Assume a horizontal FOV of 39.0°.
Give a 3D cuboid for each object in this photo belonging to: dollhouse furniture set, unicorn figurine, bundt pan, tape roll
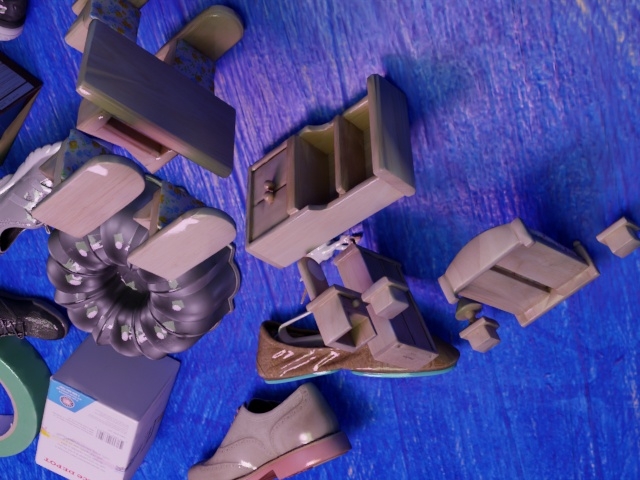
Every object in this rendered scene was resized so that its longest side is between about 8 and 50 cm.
[{"bbox_3d":[-0.107,-0.152,1.135,0.256,0.362,0.394,-31,134,34],"label":"dollhouse furniture set"},{"bbox_3d":[0.000,0.000,1.366,0.111,0.060,0.161,-18,97,29],"label":"unicorn figurine"},{"bbox_3d":[-0.304,0.059,1.467,0.331,0.124,0.330,9,122,15],"label":"bundt pan"},{"bbox_3d":[0.191,0.003,1.216,0.355,0.173,0.303,-40,143,25],"label":"dollhouse furniture set"},{"bbox_3d":[-0.679,0.281,1.770,0.321,0.077,0.321,9,123,14],"label":"tape roll"}]

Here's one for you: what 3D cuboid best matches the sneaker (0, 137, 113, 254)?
[{"bbox_3d":[-0.425,-0.070,1.412,0.281,0.105,0.115,-27,83,24],"label":"sneaker"}]

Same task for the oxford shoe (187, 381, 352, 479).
[{"bbox_3d":[-0.110,0.357,1.604,0.397,0.141,0.146,-29,77,37],"label":"oxford shoe"}]

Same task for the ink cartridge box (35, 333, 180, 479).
[{"bbox_3d":[-0.384,0.309,1.623,0.171,0.168,0.232,26,126,4],"label":"ink cartridge box"}]

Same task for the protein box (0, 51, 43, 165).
[{"bbox_3d":[-0.579,-0.209,1.390,0.201,0.136,0.200,38,126,-6],"label":"protein box"}]

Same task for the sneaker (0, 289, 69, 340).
[{"bbox_3d":[-0.573,0.153,1.620,0.228,0.130,0.087,18,127,6],"label":"sneaker"}]

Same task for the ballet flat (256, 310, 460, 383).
[{"bbox_3d":[0.045,0.154,1.423,0.343,0.116,0.124,-7,99,28],"label":"ballet flat"}]

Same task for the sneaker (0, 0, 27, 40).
[{"bbox_3d":[-0.515,-0.413,1.266,0.269,0.101,0.153,35,125,-11],"label":"sneaker"}]
